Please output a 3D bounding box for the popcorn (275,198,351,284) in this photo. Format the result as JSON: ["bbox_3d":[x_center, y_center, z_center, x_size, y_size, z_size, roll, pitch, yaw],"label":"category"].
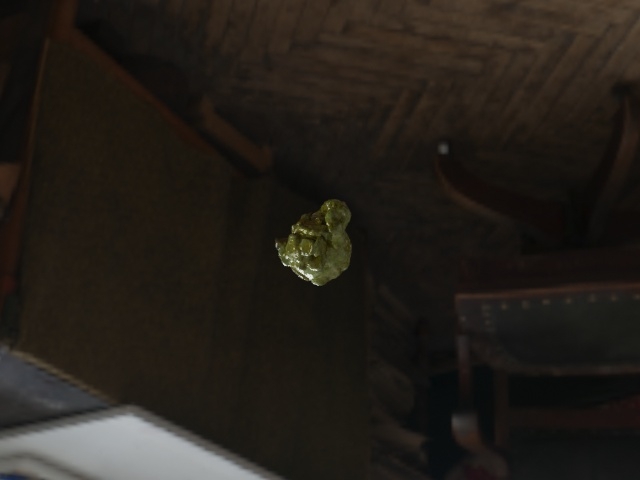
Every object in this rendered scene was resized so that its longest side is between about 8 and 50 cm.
[{"bbox_3d":[0.001,-0.001,1.050,0.068,0.059,0.083,3,120,-44],"label":"popcorn"}]
